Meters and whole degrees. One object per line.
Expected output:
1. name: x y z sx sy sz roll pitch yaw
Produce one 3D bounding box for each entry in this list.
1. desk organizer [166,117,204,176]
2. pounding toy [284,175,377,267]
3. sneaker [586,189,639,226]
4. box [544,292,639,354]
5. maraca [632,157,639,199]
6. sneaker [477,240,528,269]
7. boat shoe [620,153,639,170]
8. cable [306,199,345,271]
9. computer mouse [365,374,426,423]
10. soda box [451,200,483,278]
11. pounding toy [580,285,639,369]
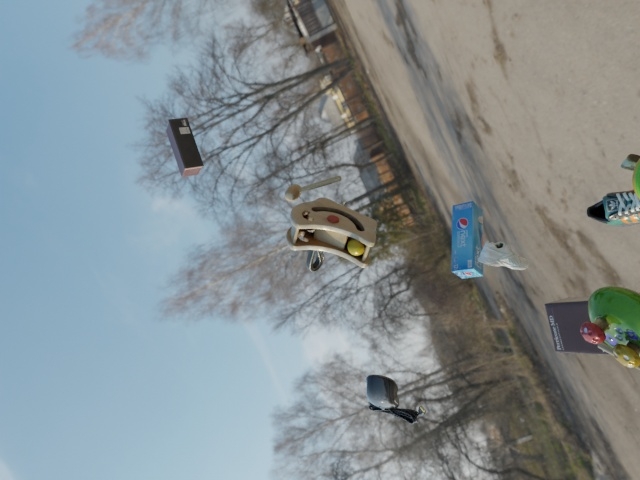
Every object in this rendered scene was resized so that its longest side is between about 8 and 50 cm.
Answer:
1. desk organizer: -0.324 -0.220 1.159 0.050 0.047 0.130 -37 71 58
2. pounding toy: 0.012 -0.056 1.156 0.154 0.269 0.155 -44 -25 -50
3. sneaker: 0.935 -0.101 1.473 0.302 0.121 0.108 118 155 -78
4. box: 0.981 0.287 1.683 0.381 0.143 0.191 150 110 -69
5. maraca: 0.668 -0.140 0.924 0.127 0.185 0.099 38 176 -13
6. sneaker: 0.462 0.037 1.212 0.054 0.152 0.061 25 104 64
7. boat shoe: 1.044 -0.227 1.557 0.048 0.153 0.056 103 -172 -53
8. cable: 0.000 0.000 1.597 0.072 0.287 0.139 31 -148 28
9. computer mouse: 0.223 0.491 1.462 0.262 0.184 0.060 80 -155 -50
10. soda box: 0.423 -0.002 1.403 0.071 0.067 0.210 29 -120 -42
11. pounding toy: 0.636 0.219 1.039 0.183 0.110 0.237 30 152 54
